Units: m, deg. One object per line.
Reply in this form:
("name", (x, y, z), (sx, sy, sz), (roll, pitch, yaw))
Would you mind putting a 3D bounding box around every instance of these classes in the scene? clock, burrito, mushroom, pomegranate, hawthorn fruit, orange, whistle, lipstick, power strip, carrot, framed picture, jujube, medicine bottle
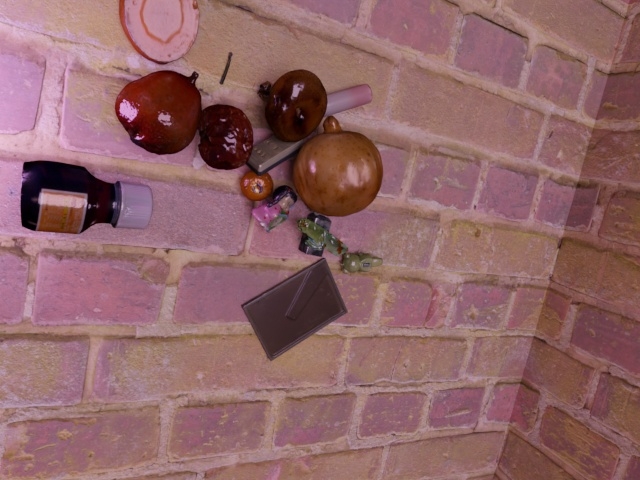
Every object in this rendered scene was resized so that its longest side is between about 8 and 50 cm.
("clock", (-0.181, -0.133, 1.886), (0.195, 0.194, 0.100), (-41, 77, -3))
("burrito", (0.000, 0.000, 1.981), (0.288, 0.054, 0.104), (35, 87, -31))
("mushroom", (-0.096, -0.536, 1.755), (0.268, 0.267, 0.254), (1, 62, -27))
("pomegranate", (0.068, -0.301, 1.860), (0.411, 0.410, 0.409), (-7, 106, -25))
("hawthorn fruit", (-0.551, -0.444, 1.570), (0.295, 0.295, 0.311), (31, 54, -29))
("orange", (-0.259, -0.226, 1.857), (0.136, 0.117, 0.135), (-3, 108, -8))
("whistle", (0.198, 0.105, 2.187), (0.228, 0.085, 0.105), (-3, 105, -24))
("lipstick", (0.062, -0.586, 1.936), (0.327, 0.087, 0.087), (-23, 112, -20))
("power strip", (-0.182, -0.365, 1.835), (0.257, 0.105, 0.070), (-37, 158, -28))
("carrot", (-0.557, -0.774, 1.575), (0.259, 0.100, 0.306), (-5, 107, -22))
("framed picture", (-0.108, 0.319, 2.125), (0.447, 0.028, 0.325), (-29, 114, -17))
("jujube", (-0.357, -0.381, 1.702), (0.213, 0.213, 0.231), (4, 78, -27))
("medicine bottle", (-0.785, -0.133, 1.548), (0.396, 0.243, 0.242), (6, 100, -32))

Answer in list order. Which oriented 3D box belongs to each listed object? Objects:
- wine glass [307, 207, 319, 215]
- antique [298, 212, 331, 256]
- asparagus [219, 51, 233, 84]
("wine glass", (-0.030, -0.136, 2.012), (0.039, 0.083, 0.042), (20, 92, -34))
("antique", (-0.023, -0.028, 2.041), (0.086, 0.088, 0.182), (12, 98, -30))
("asparagus", (-0.361, -0.662, 1.747), (0.018, 0.015, 0.126), (17, 95, -30))
